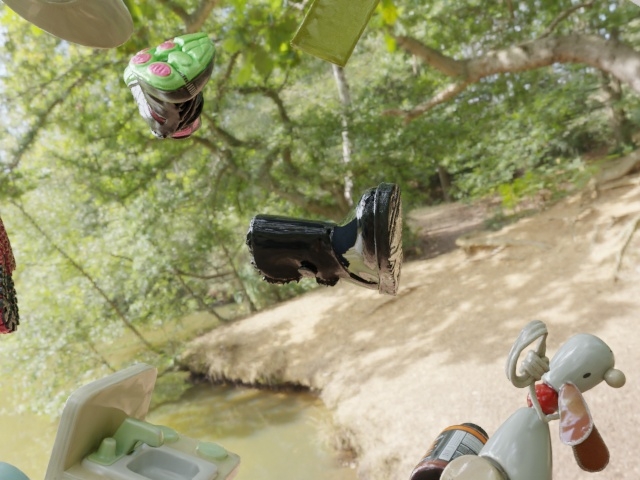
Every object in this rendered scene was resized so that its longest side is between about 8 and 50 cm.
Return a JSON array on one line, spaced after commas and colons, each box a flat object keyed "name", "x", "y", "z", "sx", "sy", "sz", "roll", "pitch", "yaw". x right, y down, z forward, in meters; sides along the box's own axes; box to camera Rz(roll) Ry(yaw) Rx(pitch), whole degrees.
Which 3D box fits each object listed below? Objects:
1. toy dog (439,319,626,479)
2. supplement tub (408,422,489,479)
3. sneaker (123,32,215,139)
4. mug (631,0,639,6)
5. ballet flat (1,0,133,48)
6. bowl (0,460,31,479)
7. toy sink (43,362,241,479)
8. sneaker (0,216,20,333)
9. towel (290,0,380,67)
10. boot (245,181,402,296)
[{"name": "toy dog", "x": 0.304, "y": 0.285, "z": 0.803, "sx": 0.220, "sy": 0.333, "sz": 0.161, "roll": 22, "pitch": 7, "yaw": -46}, {"name": "supplement tub", "x": 0.224, "y": 0.374, "z": 1.017, "sx": 0.106, "sy": 0.105, "sz": 0.198, "roll": -12, "pitch": 3, "yaw": 29}, {"name": "sneaker", "x": -0.311, "y": -0.327, "z": 1.348, "sx": 0.185, "sy": 0.202, "sz": 0.483, "roll": -26, "pitch": 17, "yaw": -12}, {"name": "mug", "x": 0.371, "y": -0.370, "z": 0.501, "sx": 0.328, "sy": 0.373, "sz": 0.276, "roll": 20, "pitch": 11, "yaw": 29}, {"name": "ballet flat", "x": -0.295, "y": -0.275, "z": 0.587, "sx": 0.249, "sy": 0.086, "sz": 0.086, "roll": 31, "pitch": -4, "yaw": -8}, {"name": "bowl", "x": -0.561, "y": 0.494, "z": 0.901, "sx": 0.312, "sy": 0.311, "sz": 0.163, "roll": -12, "pitch": -17, "yaw": 22}, {"name": "toy sink", "x": -0.167, "y": 0.255, "z": 0.577, "sx": 0.131, "sy": 0.234, "sz": 0.153, "roll": 16, "pitch": 2, "yaw": 9}, {"name": "sneaker", "x": -0.548, "y": 0.033, "z": 0.962, "sx": 0.112, "sy": 0.120, "sz": 0.299, "roll": -13, "pitch": 40, "yaw": -18}, {"name": "towel", "x": 0.048, "y": -0.396, "z": 0.982, "sx": 0.102, "sy": 0.237, "sz": 0.021, "roll": 26, "pitch": -7, "yaw": 15}, {"name": "boot", "x": 0.000, "y": 0.000, "z": 0.799, "sx": 0.207, "sy": 0.094, "sz": 0.246, "roll": 7, "pitch": -23, "yaw": 10}]
